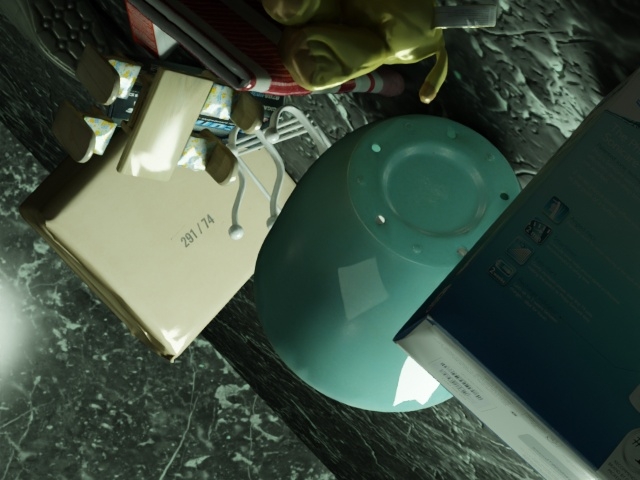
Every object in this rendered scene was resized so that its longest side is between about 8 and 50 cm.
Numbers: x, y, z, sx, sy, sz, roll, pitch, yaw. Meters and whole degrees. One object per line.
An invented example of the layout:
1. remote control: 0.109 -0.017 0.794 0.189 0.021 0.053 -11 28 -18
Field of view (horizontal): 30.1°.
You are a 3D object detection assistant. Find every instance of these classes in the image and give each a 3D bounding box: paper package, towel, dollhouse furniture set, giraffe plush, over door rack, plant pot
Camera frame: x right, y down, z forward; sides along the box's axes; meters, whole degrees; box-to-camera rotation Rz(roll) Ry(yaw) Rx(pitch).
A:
1. paper package: -0.231 -0.048 1.782 0.309 0.325 0.168 51 162 -29
2. towel: -0.072 -0.211 1.164 0.237 0.037 0.329 39 -158 18
3. dollhouse furniture set: -0.149 -0.167 1.373 0.212 0.242 0.161 8 -153 -42
4. giraffe plush: 0.030 -0.222 1.095 0.210 0.181 0.170 12 -172 -23
5. over door rack: -0.008 -0.028 1.581 0.324 0.108 0.239 42 155 -21
6. plant pot: 0.089 0.005 1.273 0.293 0.293 0.235 40 150 11

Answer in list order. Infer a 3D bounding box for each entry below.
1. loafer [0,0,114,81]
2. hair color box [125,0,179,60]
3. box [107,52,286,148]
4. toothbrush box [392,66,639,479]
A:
1. loafer: -0.437 -0.371 1.854 0.319 0.112 0.111 52 168 -3
2. hair color box: -0.190 -0.302 1.461 0.053 0.093 0.167 39 163 10
3. box: -0.168 -0.181 1.591 0.220 0.051 0.175 9 168 -12
4. toothbrush box: 0.239 0.036 0.952 0.216 0.295 0.126 41 165 1
